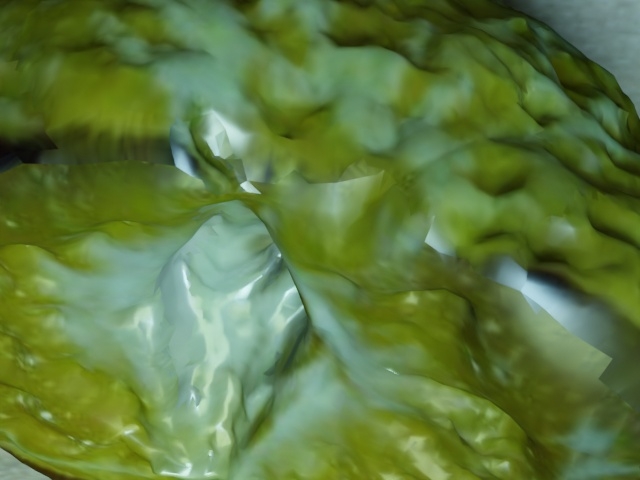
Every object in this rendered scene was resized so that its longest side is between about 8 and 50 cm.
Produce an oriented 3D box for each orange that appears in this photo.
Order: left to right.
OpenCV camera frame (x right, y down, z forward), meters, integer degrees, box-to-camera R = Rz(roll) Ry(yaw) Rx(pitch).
[{"bbox_3d":[0.000,0.000,0.657,0.369,0.210,0.271,20,150,5],"label":"orange"}]
